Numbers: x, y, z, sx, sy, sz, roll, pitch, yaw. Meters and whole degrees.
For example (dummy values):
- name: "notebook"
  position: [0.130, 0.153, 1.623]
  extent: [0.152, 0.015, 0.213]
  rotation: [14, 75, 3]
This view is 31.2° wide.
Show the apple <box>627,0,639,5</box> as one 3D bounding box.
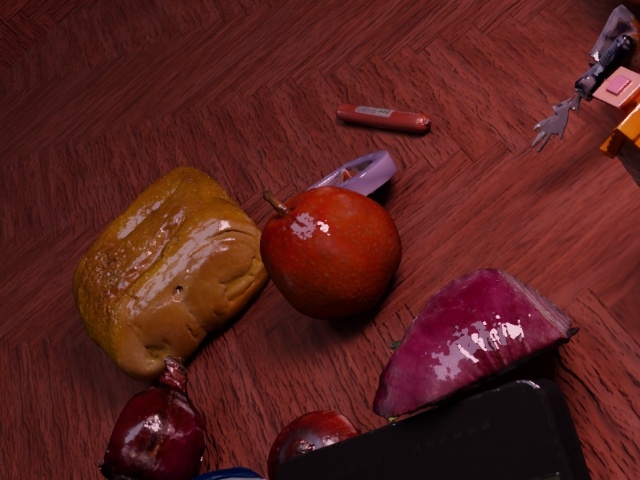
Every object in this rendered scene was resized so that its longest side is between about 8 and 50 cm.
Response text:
- name: "apple"
  position: [0.490, -0.519, 1.514]
  extent: [0.391, 0.346, 0.391]
  rotation: [-27, 36, 22]

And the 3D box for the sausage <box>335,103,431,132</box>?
- name: "sausage"
  position: [0.098, -0.200, 1.869]
  extent: [0.253, 0.034, 0.034]
  rotation: [16, 66, 52]

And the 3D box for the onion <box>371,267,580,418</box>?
- name: "onion"
  position: [0.153, 0.103, 1.296]
  extent: [0.247, 0.111, 0.250]
  rotation: [-25, 1, 7]

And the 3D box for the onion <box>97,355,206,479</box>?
- name: "onion"
  position: [-0.213, 0.266, 1.606]
  extent: [0.198, 0.135, 0.173]
  rotation: [-62, 2, -15]

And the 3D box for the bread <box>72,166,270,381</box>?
- name: "bread"
  position: [-0.262, 0.043, 1.865]
  extent: [0.328, 0.148, 0.337]
  rotation: [-41, 36, -2]

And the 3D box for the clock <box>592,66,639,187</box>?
- name: "clock"
  position: [0.408, -0.071, 1.203]
  extent: [0.106, 0.255, 0.220]
  rotation: [-45, 34, -1]

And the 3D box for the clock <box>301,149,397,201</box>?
- name: "clock"
  position: [0.038, -0.071, 1.755]
  extent: [0.198, 0.064, 0.172]
  rotation: [-26, 11, 24]

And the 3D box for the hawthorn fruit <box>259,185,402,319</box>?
- name: "hawthorn fruit"
  position: [0.000, 0.000, 1.587]
  extent: [0.196, 0.225, 0.196]
  rotation: [-35, 32, 26]

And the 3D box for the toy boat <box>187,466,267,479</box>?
- name: "toy boat"
  position: [-0.137, 0.424, 1.433]
  extent: [0.220, 0.067, 0.291]
  rotation: [-27, 40, 24]

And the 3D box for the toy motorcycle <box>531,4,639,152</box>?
- name: "toy motorcycle"
  position: [0.423, -0.250, 1.422]
  extent: [0.401, 0.207, 0.134]
  rotation: [-46, -2, 32]

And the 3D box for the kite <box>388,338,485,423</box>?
- name: "kite"
  position: [0.155, 0.169, 1.435]
  extent: [0.183, 0.014, 0.241]
  rotation: [-41, 35, 7]

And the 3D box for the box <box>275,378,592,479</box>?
- name: "box"
  position: [0.119, 0.292, 1.217]
  extent: [0.350, 0.058, 0.211]
  rotation: [-23, 73, 28]

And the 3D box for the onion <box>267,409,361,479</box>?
- name: "onion"
  position: [0.000, 0.270, 1.394]
  extent: [0.131, 0.131, 0.131]
  rotation: [-28, 37, 24]
